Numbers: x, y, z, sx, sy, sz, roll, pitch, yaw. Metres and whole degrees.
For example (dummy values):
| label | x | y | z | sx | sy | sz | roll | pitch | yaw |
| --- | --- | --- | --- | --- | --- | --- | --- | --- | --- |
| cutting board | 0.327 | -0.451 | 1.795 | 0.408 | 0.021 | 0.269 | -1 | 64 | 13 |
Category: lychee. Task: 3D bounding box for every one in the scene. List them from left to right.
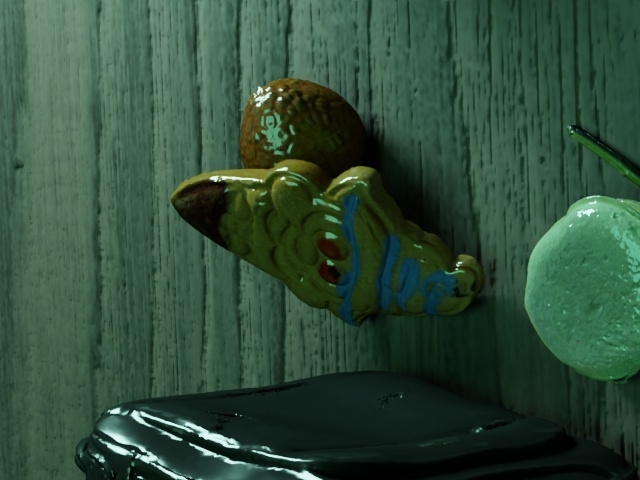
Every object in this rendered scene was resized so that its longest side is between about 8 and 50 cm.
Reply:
| label | x | y | z | sx | sy | sz | roll | pitch | yaw |
| --- | --- | --- | --- | --- | --- | --- | --- | --- | --- |
| lychee | -0.016 | -0.075 | 1.445 | 0.114 | 0.140 | 0.101 | -24 | 61 | 9 |

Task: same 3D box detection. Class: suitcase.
| label | x | y | z | sx | sy | sz | roll | pitch | yaw |
| --- | --- | --- | --- | --- | --- | --- | --- | --- | --- |
| suitcase | 0.031 | 0.213 | 1.253 | 0.339 | 0.345 | 0.188 | 12 | 99 | 45 |

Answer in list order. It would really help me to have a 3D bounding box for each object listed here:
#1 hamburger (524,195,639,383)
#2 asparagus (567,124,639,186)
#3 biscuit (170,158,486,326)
| label | x | y | z | sx | sy | sz | roll | pitch | yaw |
| --- | --- | --- | --- | --- | --- | --- | --- | --- | --- |
| hamburger | 0.211 | 0.034 | 1.253 | 0.140 | 0.062 | 0.133 | -45 | 67 | 41 |
| asparagus | 0.237 | -0.036 | 1.257 | 0.166 | 0.013 | 0.016 | 44 | 120 | 31 |
| biscuit | 0.000 | 0.000 | 1.404 | 0.280 | 0.043 | 0.183 | 15 | 139 | 18 |
